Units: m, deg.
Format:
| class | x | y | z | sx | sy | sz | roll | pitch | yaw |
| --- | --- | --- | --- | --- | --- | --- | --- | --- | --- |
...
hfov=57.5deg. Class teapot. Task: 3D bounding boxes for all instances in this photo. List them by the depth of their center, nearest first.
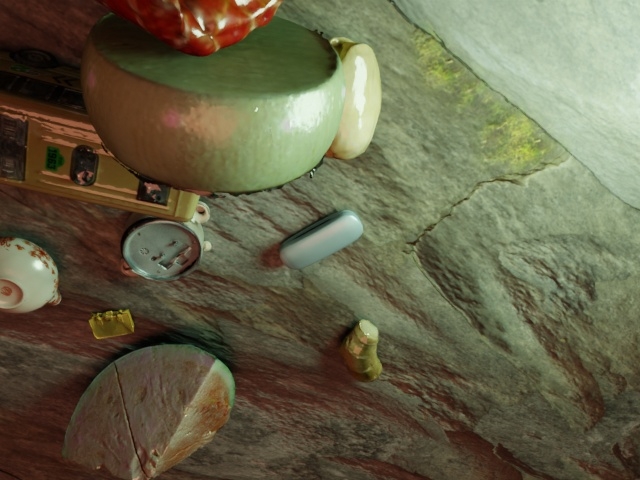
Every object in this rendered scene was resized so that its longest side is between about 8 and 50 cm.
| class | x | y | z | sx | sy | sz | roll | pitch | yaw |
| --- | --- | --- | --- | --- | --- | --- | --- | --- | --- |
| teapot | -0.591 | 0.059 | 1.104 | 0.159 | 0.116 | 0.245 | -11 | 121 | 14 |

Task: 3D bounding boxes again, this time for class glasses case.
| class | x | y | z | sx | sy | sz | roll | pitch | yaw |
| --- | --- | --- | --- | --- | --- | --- | --- | --- | --- |
| glasses case | 0.000 | 0.000 | 1.164 | 0.179 | 0.045 | 0.067 | -28 | 124 | 13 |

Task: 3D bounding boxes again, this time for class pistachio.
| class | x | y | z | sx | sy | sz | roll | pitch | yaw |
| --- | --- | --- | --- | --- | --- | --- | --- | --- | --- |
| pistachio | 0.036 | -0.233 | 0.968 | 0.145 | 0.117 | 0.200 | -20 | 123 | -39 |

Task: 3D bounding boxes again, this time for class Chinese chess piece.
| class | x | y | z | sx | sy | sz | roll | pitch | yaw |
| --- | --- | --- | --- | --- | --- | --- | --- | --- | --- |
| Chinese chess piece | -0.141 | -0.206 | 0.801 | 0.350 | 0.349 | 0.146 | 4 | 129 | -10 |

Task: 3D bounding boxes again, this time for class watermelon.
| class | x | y | z | sx | sy | sz | roll | pitch | yaw |
| --- | --- | --- | --- | --- | --- | --- | --- | --- | --- |
| watermelon | -0.354 | 0.380 | 1.312 | 0.292 | 0.319 | 0.222 | 13 | 167 | 29 |

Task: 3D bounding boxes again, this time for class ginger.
| class | x | y | z | sx | sy | sz | roll | pitch | yaw |
| --- | --- | --- | --- | --- | --- | --- | --- | --- | --- |
| ginger | 0.098 | 0.261 | 1.350 | 0.095 | 0.069 | 0.190 | -29 | 127 | -17 |

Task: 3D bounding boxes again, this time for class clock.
| class | x | y | z | sx | sy | sz | roll | pitch | yaw |
| --- | --- | --- | --- | --- | --- | --- | --- | --- | --- |
| clock | -0.301 | 0.008 | 1.121 | 0.229 | 0.063 | 0.155 | -34 | 122 | 18 |

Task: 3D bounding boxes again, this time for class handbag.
| class | x | y | z | sx | sy | sz | roll | pitch | yaw |
| --- | --- | --- | --- | --- | --- | --- | --- | --- | --- |
| handbag | -0.444 | 0.176 | 1.245 | 0.083 | 0.027 | 0.061 | -9 | 125 | -4 |

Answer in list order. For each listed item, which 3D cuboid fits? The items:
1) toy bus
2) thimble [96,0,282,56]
| class | x | y | z | sx | sy | sz | roll | pitch | yaw |
| --- | --- | --- | --- | --- | --- | --- | --- | --- | --- |
| toy bus | -0.354 | -0.160 | 0.910 | 0.366 | 0.201 | 0.176 | 12 | 124 | -14 |
| thimble | -0.141 | -0.403 | 0.645 | 0.231 | 0.350 | 0.350 | 33 | 121 | 13 |
